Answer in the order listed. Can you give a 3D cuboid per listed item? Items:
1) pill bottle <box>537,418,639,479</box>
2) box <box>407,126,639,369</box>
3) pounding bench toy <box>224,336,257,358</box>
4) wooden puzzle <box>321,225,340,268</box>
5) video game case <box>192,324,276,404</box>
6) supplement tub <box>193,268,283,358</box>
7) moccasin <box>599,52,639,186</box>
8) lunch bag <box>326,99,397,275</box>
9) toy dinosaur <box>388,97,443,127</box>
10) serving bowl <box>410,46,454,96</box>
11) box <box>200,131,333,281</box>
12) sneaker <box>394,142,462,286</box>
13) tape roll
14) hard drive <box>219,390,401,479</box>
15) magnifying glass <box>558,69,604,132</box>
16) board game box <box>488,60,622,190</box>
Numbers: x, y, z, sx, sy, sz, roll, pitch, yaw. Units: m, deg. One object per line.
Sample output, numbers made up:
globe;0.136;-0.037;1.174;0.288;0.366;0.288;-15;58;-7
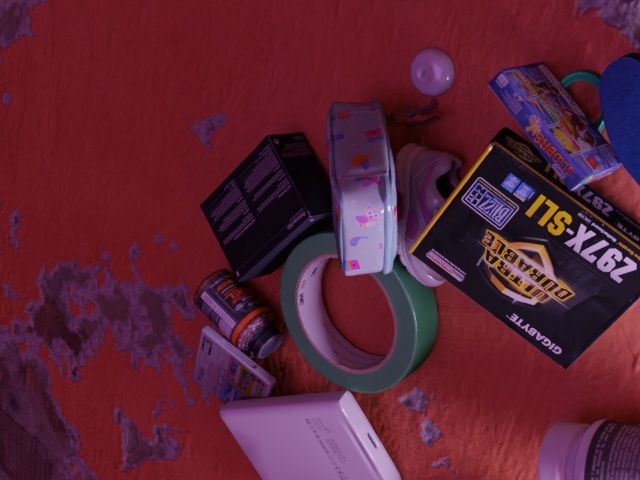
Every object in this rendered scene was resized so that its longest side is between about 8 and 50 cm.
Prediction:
pill bottle;0.495;0.364;1.545;0.283;0.161;0.161;2;105;41
box;0.337;0.016;1.564;0.322;0.079;0.257;37;126;4
pounding bench toy;-0.163;0.223;2.140;0.083;0.052;0.065;-18;92;43
wooden puzzle;0.000;0.000;1.951;0.116;0.014;0.078;35;124;28
video game case;-0.189;0.298;2.148;0.193;0.023;0.212;37;143;15
supplement tub;-0.167;0.157;2.087;0.198;0.106;0.106;42;127;22
moccasin;0.512;-0.112;1.408;0.138;0.117;0.342;-29;90;55
lunch bag;0.071;-0.090;1.692;0.108;0.279;0.224;-5;138;2
toy dinosaur;0.158;-0.213;1.704;0.082;0.090;0.047;-22;103;-1
serving bowl;0.184;-0.283;1.687;0.083;0.027;0.083;15;114;36
box;-0.099;-0.063;1.949;0.261;0.103;0.184;-40;69;41
sneaker;0.196;-0.040;1.707;0.111;0.103;0.252;4;108;42
tape roll;0.067;0.128;1.883;0.321;0.077;0.321;16;116;35
hard drive;-0.026;0.419;2.049;0.353;0.047;0.233;-14;114;42
magnifying glass;0.400;-0.149;1.551;0.092;0.026;0.231;16;112;36
board game box;0.350;-0.174;1.477;0.035;0.136;0.201;-45;72;39
